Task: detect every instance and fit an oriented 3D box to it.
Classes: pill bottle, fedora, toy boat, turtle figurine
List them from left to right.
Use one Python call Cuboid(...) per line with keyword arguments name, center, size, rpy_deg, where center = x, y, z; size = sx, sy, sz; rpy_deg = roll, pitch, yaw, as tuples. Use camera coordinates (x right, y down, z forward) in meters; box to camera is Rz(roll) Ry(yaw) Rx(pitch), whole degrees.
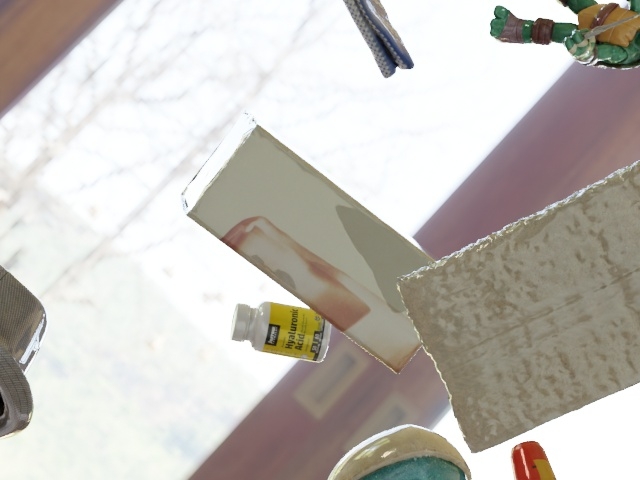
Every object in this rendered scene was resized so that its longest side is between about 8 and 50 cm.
Cuboid(name="fedora", center=(-0.394, 0.097, 1.926), size=(0.243, 0.124, 0.275), rpy_deg=(35, -29, 6))
Cuboid(name="pill bottle", center=(-0.049, 0.109, 2.094), size=(0.116, 0.065, 0.065), rpy_deg=(10, -13, -8))
Cuboid(name="toy boat", center=(0.160, 0.336, 2.175), size=(0.267, 0.318, 0.148), rpy_deg=(104, -21, -53))
Cuboid(name="turtle figurine", center=(0.316, -0.245, 1.915), size=(0.234, 0.175, 0.118), rpy_deg=(18, -39, 32))

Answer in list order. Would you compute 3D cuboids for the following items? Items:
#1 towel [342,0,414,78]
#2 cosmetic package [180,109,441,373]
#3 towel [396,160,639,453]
Cuboid(name="towel", center=(-0.010, -0.321, 1.457), size=(0.243, 0.040, 0.336), rpy_deg=(56, 12, -47))
Cuboid(name="cosmetic package", center=(0.000, 0.000, 1.897), size=(0.296, 0.129, 0.153), rpy_deg=(38, 5, -11))
Cuboid(name="towel", center=(0.227, 0.060, 1.587), size=(0.187, 0.282, 0.049), rpy_deg=(66, 16, 6))
